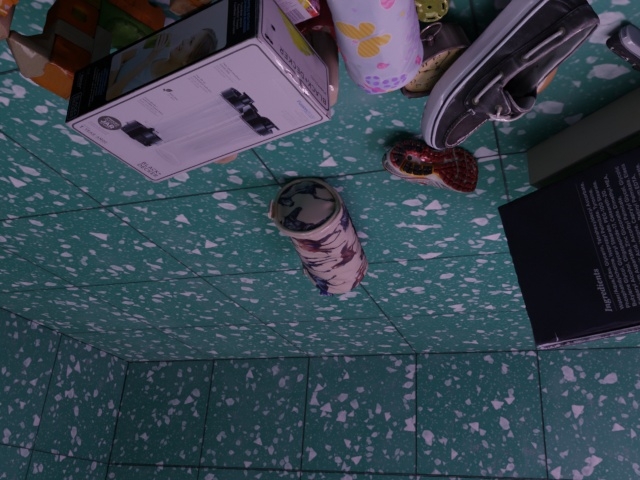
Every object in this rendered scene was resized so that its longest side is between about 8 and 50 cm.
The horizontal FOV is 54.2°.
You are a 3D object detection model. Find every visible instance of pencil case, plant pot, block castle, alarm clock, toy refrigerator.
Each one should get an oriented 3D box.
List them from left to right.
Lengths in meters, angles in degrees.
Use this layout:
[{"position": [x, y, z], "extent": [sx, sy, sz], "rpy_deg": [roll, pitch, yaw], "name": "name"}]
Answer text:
[{"position": [-0.205, -0.316, 0.853], "extent": [0.303, 0.212, 0.453], "rpy_deg": [-23, 147, 36], "name": "block castle"}, {"position": [0.000, 0.000, 1.548], "extent": [0.184, 0.159, 0.410], "rpy_deg": [-15, 152, 6], "name": "pencil case"}, {"position": [0.064, -0.299, 0.772], "extent": [0.114, 0.124, 0.273], "rpy_deg": [8, 162, 15], "name": "pencil case"}, {"position": [0.151, -0.350, 0.868], "extent": [0.083, 0.079, 0.083], "rpy_deg": [3, 156, 1], "name": "plant pot"}, {"position": [0.172, -0.288, 0.966], "extent": [0.129, 0.064, 0.192], "rpy_deg": [-25, 168, 7], "name": "alarm clock"}, {"position": [0.529, -0.173, 1.172], "extent": [0.102, 0.094, 0.269], "rpy_deg": [18, 151, -27], "name": "toy refrigerator"}]

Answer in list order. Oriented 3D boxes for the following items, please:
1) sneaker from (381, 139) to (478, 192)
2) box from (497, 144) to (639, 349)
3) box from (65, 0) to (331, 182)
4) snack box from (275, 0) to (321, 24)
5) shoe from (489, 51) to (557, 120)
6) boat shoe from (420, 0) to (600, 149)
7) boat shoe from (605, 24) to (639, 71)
[{"position": [0.231, -0.154, 1.296], "extent": [0.225, 0.088, 0.093], "rpy_deg": [15, 173, -22], "name": "sneaker"}, {"position": [0.679, -0.007, 1.123], "extent": [0.480, 0.297, 0.472], "rpy_deg": [-1, 161, -39], "name": "box"}, {"position": [-0.150, -0.183, 0.787], "extent": [0.290, 0.087, 0.169], "rpy_deg": [-15, 150, 26], "name": "box"}, {"position": [-0.074, -0.381, 0.722], "extent": [0.070, 0.174, 0.207], "rpy_deg": [-11, 151, 33], "name": "snack box"}, {"position": [0.317, -0.261, 1.028], "extent": [0.058, 0.076, 0.219], "rpy_deg": [-12, 162, -18], "name": "shoe"}, {"position": [0.270, -0.236, 0.945], "extent": [0.121, 0.119, 0.335], "rpy_deg": [-15, 155, -35], "name": "boat shoe"}, {"position": [0.507, -0.290, 0.987], "extent": [0.142, 0.049, 0.040], "rpy_deg": [26, 154, -27], "name": "boat shoe"}]
